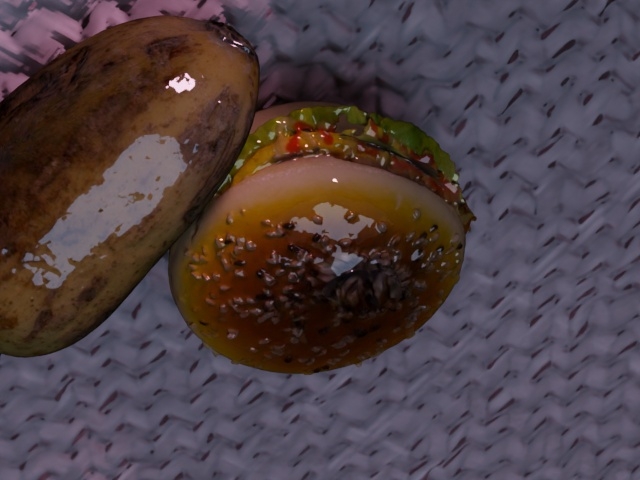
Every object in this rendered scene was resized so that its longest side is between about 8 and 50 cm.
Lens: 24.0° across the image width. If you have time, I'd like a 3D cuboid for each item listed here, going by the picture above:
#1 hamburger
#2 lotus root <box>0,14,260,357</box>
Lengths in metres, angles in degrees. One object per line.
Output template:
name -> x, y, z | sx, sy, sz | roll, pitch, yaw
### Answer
hamburger -> 0.000, 0.000, 0.639 | 0.126, 0.081, 0.141 | 25, 118, -33
lotus root -> -0.097, -0.021, 0.587 | 0.179, 0.089, 0.080 | -46, 146, 13
